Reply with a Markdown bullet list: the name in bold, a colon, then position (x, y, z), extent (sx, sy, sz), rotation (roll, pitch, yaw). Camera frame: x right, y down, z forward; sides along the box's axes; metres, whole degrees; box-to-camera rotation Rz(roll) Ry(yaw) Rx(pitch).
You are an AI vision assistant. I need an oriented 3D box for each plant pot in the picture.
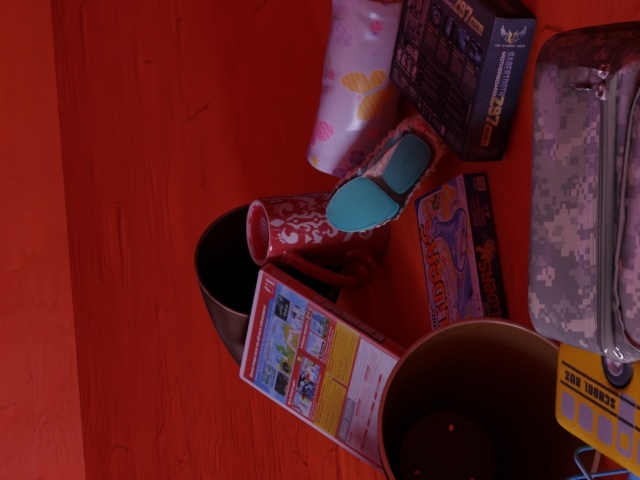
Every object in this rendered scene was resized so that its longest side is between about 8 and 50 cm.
- **plant pot**: position (-0.071, 0.098, 2.337), extent (0.230, 0.215, 0.215), rotation (91, 162, -50)
- **plant pot**: position (0.161, 0.226, 1.776), extent (0.254, 0.237, 0.237), rotation (115, 147, -74)

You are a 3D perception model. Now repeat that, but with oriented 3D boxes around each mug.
- **mug**: position (0.000, -0.010, 2.153), extent (0.150, 0.169, 0.113), rotation (-136, 48, -59)

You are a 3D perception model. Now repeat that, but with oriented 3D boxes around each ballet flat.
- **ballet flat**: position (0.094, -0.086, 2.019), extent (0.091, 0.077, 0.241), rotation (45, 139, -5)

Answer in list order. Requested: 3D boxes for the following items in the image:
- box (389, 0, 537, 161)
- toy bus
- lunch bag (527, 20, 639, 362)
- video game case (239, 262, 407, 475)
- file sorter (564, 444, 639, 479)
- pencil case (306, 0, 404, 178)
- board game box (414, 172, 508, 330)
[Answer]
- **box**: position (0.162, -0.224, 1.880), extent (0.232, 0.059, 0.183), rotation (-125, 38, -53)
- **toy bus**: position (0.342, 0.162, 1.447), extent (0.333, 0.108, 0.130), rotation (-149, 58, -63)
- **lunch bag**: position (0.328, -0.039, 1.348), extent (0.256, 0.212, 0.305), rotation (16, 109, 49)
- **video game case**: position (0.021, 0.178, 2.115), extent (0.285, 0.025, 0.204), rotation (32, 133, 22)
- **file sorter**: position (0.294, 0.296, 1.588), extent (0.118, 0.104, 0.170), rotation (-121, 35, -48)
- **pencil case**: position (0.053, -0.214, 2.073), extent (0.124, 0.113, 0.273), rotation (-107, 23, -61)
- **board game box**: position (0.169, 0.032, 1.930), extent (0.136, 0.035, 0.201), rotation (149, 115, -65)
